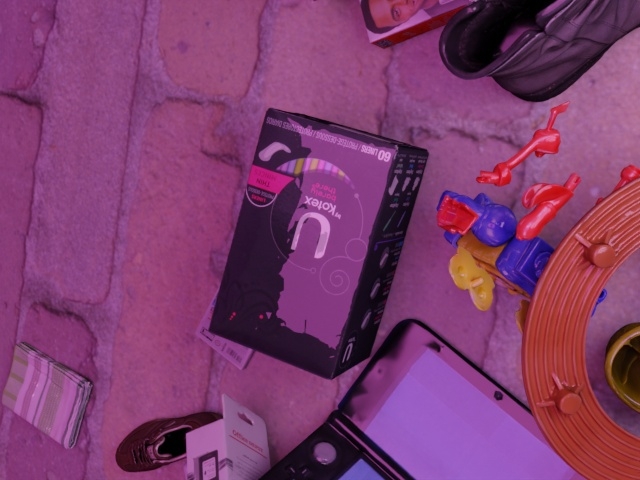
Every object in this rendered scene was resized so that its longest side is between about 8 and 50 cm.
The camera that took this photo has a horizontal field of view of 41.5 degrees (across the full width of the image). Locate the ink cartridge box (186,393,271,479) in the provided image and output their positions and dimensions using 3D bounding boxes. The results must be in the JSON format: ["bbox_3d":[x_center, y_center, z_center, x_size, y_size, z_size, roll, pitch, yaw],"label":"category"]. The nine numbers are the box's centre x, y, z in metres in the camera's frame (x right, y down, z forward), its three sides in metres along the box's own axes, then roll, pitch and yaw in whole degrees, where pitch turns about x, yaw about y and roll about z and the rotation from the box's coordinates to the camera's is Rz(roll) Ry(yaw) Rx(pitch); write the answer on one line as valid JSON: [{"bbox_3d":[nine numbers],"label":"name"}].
[{"bbox_3d":[-0.110,0.292,1.032,0.060,0.104,0.180,-26,47,18],"label":"ink cartridge box"}]

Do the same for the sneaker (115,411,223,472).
[{"bbox_3d":[-0.220,0.275,1.147,0.188,0.071,0.066,-25,81,24],"label":"sneaker"}]

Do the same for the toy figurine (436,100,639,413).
[{"bbox_3d":[0.246,0.011,0.882,0.362,0.217,0.191,34,93,-23],"label":"toy figurine"}]

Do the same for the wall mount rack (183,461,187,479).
[{"bbox_3d":[-0.079,0.433,1.062,0.350,0.130,0.304,-14,49,25],"label":"wall mount rack"}]

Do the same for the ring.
[{"bbox_3d":[0.350,0.092,0.777,0.336,0.032,0.337,-2,103,-8],"label":"ring"}]

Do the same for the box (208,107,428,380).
[{"bbox_3d":[0.000,0.000,0.983,0.165,0.143,0.271,18,100,19],"label":"box"}]

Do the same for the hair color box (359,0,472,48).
[{"bbox_3d":[0.118,-0.281,0.975,0.141,0.043,0.072,-17,85,26],"label":"hair color box"}]

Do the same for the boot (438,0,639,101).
[{"bbox_3d":[0.278,-0.262,0.797,0.118,0.222,0.338,48,111,17],"label":"boot"}]

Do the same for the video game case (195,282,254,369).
[{"bbox_3d":[-0.108,0.098,1.119,0.087,0.011,0.122,35,106,22],"label":"video game case"}]

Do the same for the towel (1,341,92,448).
[{"bbox_3d":[-0.417,0.233,1.269,0.152,0.023,0.113,24,101,24],"label":"towel"}]

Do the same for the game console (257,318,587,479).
[{"bbox_3d":[0.111,0.276,0.936,0.293,0.250,0.173,38,134,20],"label":"game console"}]
